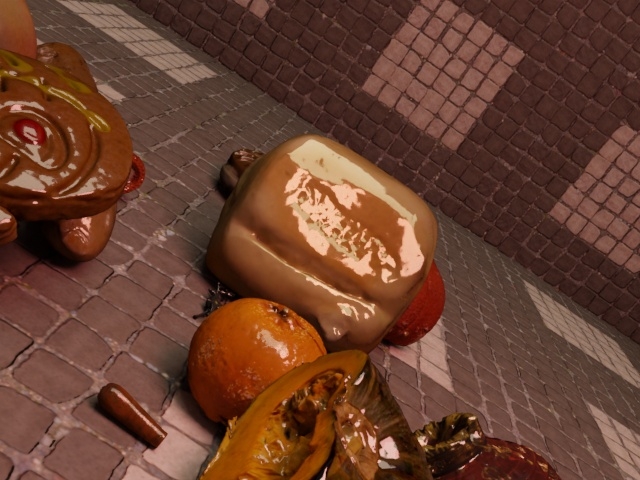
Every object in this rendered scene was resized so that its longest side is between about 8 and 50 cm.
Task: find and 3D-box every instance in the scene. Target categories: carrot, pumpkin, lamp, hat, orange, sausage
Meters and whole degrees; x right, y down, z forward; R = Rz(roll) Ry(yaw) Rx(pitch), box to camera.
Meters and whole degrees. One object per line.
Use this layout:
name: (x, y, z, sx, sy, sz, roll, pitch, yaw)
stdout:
carrot: (-0.216, 0.200, 0.793, 0.093, 0.032, 0.032, 40, 17, 1)
pumpkin: (-0.009, 0.287, 0.707, 0.232, 0.242, 0.325, 63, 27, -10)
lamp: (0.183, 0.333, 0.842, 0.247, 0.247, 0.247, 31, 18, -11)
hat: (-0.406, -0.155, 1.291, 0.162, 0.093, 0.112, 42, 4, 39)
orange: (-0.079, 0.164, 0.923, 0.193, 0.161, 0.193, 31, 23, -14)
sausage: (-0.405, -0.152, 1.127, 0.501, 0.123, 0.136, 67, 4, 36)

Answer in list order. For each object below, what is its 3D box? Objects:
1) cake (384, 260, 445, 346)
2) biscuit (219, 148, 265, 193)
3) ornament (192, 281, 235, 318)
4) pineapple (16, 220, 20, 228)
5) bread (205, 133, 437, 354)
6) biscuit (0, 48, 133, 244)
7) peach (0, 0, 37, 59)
cake: (0.145, 0.078, 1.473, 0.151, 0.177, 0.283, 26, 30, -42)
biscuit: (-0.093, -0.122, 1.704, 0.332, 0.103, 0.332, 26, 15, -7)
ornament: (-0.160, 0.111, 1.137, 0.073, 0.028, 0.125, 32, 19, -6)
pineapple: (-0.434, -0.034, 0.858, 0.158, 0.158, 0.278, 25, 30, -29)
bread: (0.000, 0.000, 1.283, 0.376, 0.348, 0.253, 31, -13, -5)
biscuit: (-0.411, -0.137, 0.807, 0.394, 0.070, 0.350, 2, 44, -39)
peach: (-0.581, -0.319, 1.074, 0.292, 0.292, 0.247, 32, 35, -9)
